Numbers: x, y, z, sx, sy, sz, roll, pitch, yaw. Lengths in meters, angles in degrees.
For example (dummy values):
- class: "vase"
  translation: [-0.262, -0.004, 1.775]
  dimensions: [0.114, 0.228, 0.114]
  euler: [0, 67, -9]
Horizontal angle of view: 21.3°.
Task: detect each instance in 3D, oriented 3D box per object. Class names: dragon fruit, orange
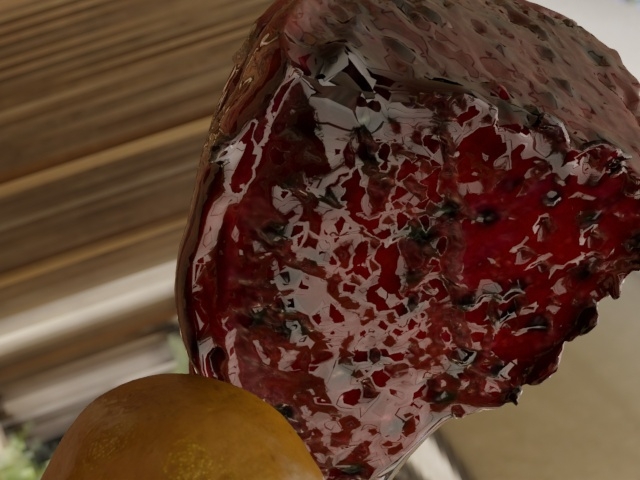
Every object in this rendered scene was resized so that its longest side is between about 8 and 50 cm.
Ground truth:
- class: "dragon fruit"
  translation: [-0.003, -0.007, 0.976]
  dimensions: [0.329, 0.286, 0.228]
  euler: [-57, -145, 30]
- class: "orange"
  translation: [-0.068, 0.141, 0.790]
  dimensions: [0.159, 0.136, 0.159]
  euler: [37, -38, 37]
